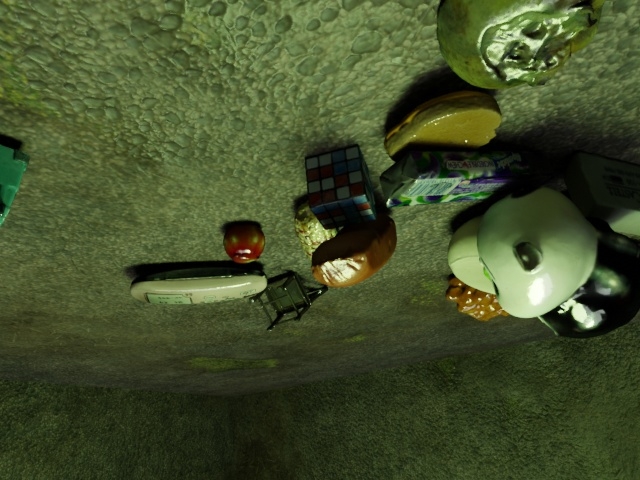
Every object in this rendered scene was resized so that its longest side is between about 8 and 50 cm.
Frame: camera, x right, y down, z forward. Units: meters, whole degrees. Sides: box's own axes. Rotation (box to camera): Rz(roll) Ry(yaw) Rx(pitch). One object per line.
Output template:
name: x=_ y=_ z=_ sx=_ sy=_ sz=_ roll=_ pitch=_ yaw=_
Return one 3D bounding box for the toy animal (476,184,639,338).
toy animal: x=0.375 y=0.038 z=0.783 sx=0.266 sy=0.213 sz=0.212 roll=25 pitch=148 yaw=-11

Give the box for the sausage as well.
sausage: x=0.072 y=0.013 z=0.829 sx=0.097 sy=0.094 sz=0.348 roll=-16 pitch=-173 yaw=19

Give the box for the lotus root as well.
lotus root: x=0.229 y=-0.231 z=0.512 sx=0.203 sy=0.078 sz=0.183 roll=-27 pitch=150 yaw=35

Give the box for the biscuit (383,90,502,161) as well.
biscuit: x=0.178 y=-0.163 z=0.680 sx=0.170 sy=0.050 sz=0.170 roll=-11 pitch=168 yaw=-2

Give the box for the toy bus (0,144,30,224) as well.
toy bus: x=-0.513 y=-0.084 z=0.571 sx=0.128 sy=0.147 sz=0.256 roll=-20 pitch=151 yaw=32

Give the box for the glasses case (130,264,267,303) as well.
glasses case: x=-0.283 y=0.106 z=1.128 sx=0.314 sy=0.075 sz=0.122 roll=-3 pitch=158 yaw=-12

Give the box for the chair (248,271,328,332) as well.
chair: x=-0.075 y=0.141 z=1.265 sx=0.106 sy=0.113 sz=0.229 roll=-22 pitch=-170 yaw=26

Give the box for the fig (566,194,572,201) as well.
fig: x=0.521 y=-0.014 z=0.944 sx=0.117 sy=0.178 sz=0.117 roll=6 pitch=145 yaw=4

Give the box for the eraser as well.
eraser: x=0.586 y=-0.078 z=0.893 sx=0.352 sy=0.111 sz=0.077 roll=6 pitch=151 yaw=-25

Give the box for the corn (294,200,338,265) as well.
corn: x=0.000 y=0.000 z=0.955 sx=0.086 sy=0.086 sz=0.253 roll=-10 pitch=155 yaw=8

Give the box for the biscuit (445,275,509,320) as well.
biscuit: x=0.553 y=0.140 z=1.372 sx=0.318 sy=0.111 sz=0.312 roll=-23 pitch=150 yaw=33

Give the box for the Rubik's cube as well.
Rubik's cube: x=0.034 y=-0.082 z=0.770 sx=0.092 sy=0.092 sz=0.092 roll=-12 pitch=155 yaw=13

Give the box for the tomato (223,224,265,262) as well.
tomato: x=-0.152 y=0.010 z=0.953 sx=0.087 sy=0.075 sz=0.087 roll=-7 pitch=159 yaw=-3

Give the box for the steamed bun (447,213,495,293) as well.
steamed bun: x=0.391 y=0.018 z=1.004 sx=0.231 sy=0.145 sz=0.232 roll=18 pitch=160 yaw=7

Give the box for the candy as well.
candy: x=0.235 y=-0.100 z=0.750 sx=0.312 sy=0.061 sz=0.088 roll=-6 pitch=159 yaw=-31
